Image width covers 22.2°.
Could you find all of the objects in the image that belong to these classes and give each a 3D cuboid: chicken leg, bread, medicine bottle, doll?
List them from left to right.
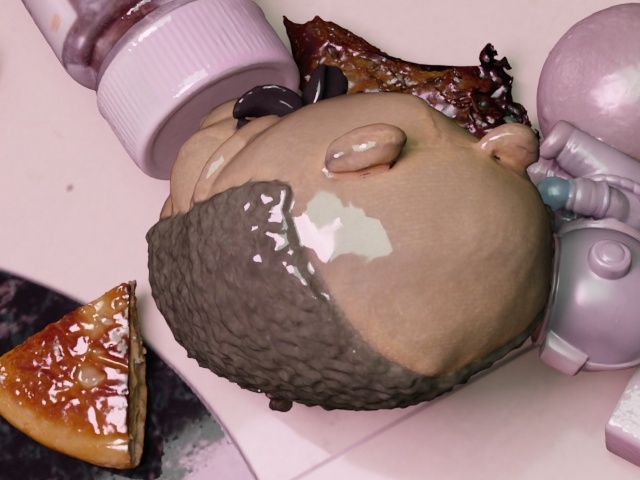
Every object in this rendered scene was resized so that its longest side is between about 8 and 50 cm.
[{"bbox_3d":[-0.177,0.121,1.274,0.154,0.054,0.136,-36,68,6],"label":"bread"},{"bbox_3d":[-0.147,-0.197,1.305,0.165,0.165,0.273,-33,71,1],"label":"medicine bottle"},{"bbox_3d":[0.000,0.000,1.133,0.247,0.349,0.247,5,78,-27],"label":"doll"},{"bbox_3d":[0.068,-0.114,1.286,0.233,0.063,0.105,12,72,16],"label":"chicken leg"},{"bbox_3d":[0.211,-0.031,1.167,0.150,0.151,0.287,8,62,14],"label":"doll"}]

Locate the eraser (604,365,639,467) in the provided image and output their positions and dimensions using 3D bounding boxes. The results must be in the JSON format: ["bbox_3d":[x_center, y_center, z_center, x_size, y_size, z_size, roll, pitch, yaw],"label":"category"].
[{"bbox_3d":[0.353,0.155,1.133,0.287,0.086,0.130,28,80,18],"label":"eraser"}]
